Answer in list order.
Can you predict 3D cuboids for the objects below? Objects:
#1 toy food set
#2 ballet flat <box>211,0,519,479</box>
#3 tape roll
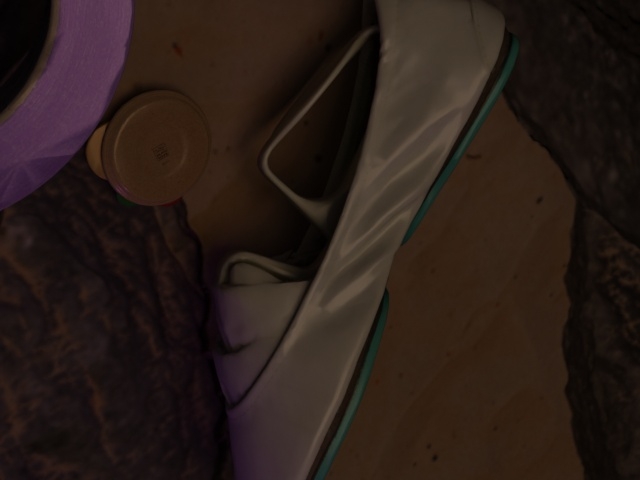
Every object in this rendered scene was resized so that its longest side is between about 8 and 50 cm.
[{"bbox_3d":[-0.111,-0.061,1.272,0.083,0.020,0.082,-47,123,-9],"label":"toy food set"},{"bbox_3d":[0.000,0.000,1.308,0.139,0.139,0.400,26,88,-33],"label":"ballet flat"},{"bbox_3d":[-0.245,-0.145,1.076,0.275,0.090,0.274,-2,105,-8],"label":"tape roll"}]
